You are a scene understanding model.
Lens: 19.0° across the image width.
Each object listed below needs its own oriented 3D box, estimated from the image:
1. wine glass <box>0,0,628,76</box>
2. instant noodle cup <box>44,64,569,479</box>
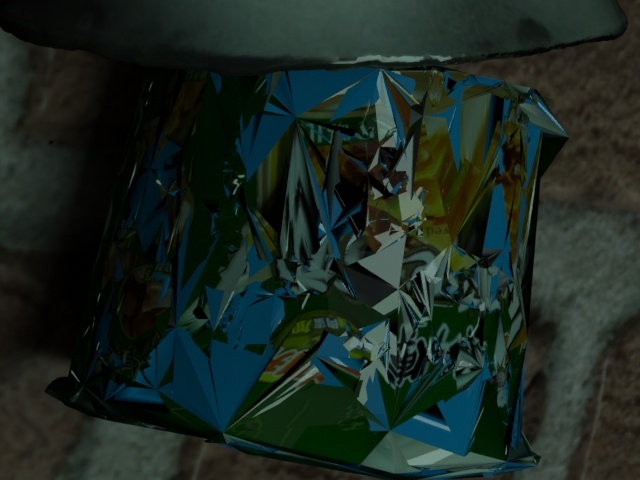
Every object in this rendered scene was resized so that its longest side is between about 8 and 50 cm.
[{"bbox_3d":[-0.001,-0.283,0.767,0.267,0.267,0.406,-8,106,-37],"label":"wine glass"},{"bbox_3d":[0.000,0.000,0.889,0.240,0.240,0.178,7,94,-40],"label":"instant noodle cup"}]
